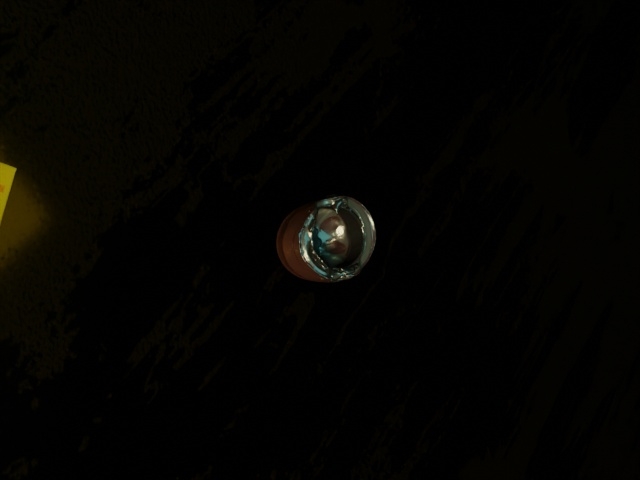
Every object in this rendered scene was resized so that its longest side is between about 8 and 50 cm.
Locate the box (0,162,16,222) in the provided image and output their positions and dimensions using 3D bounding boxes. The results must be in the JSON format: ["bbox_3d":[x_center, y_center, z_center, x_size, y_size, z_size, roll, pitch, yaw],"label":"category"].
[{"bbox_3d":[-0.300,0.003,0.670,0.087,0.023,0.155,24,75,-50],"label":"box"}]

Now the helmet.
[{"bbox_3d":[0.000,0.000,0.974,0.123,0.070,0.098,-18,98,-50],"label":"helmet"}]
